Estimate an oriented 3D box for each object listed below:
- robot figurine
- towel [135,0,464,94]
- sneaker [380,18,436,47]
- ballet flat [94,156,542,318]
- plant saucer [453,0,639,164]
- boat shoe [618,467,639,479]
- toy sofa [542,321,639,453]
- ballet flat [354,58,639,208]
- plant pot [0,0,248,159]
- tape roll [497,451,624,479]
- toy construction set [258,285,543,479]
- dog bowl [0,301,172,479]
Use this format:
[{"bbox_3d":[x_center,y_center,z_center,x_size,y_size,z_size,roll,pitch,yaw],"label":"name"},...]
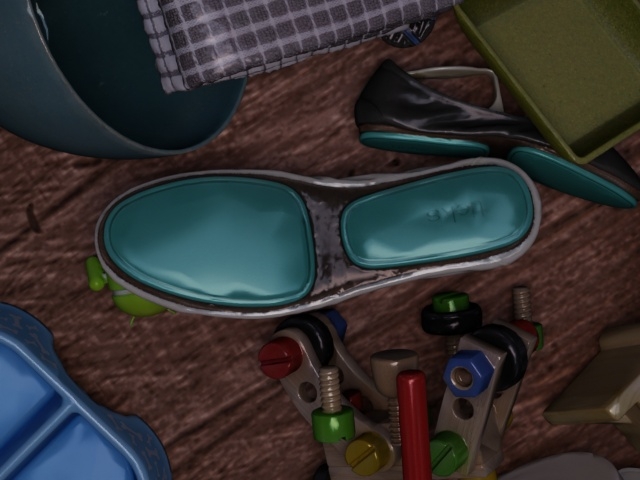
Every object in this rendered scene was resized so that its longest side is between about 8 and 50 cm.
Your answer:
[{"bbox_3d":[-0.168,0.019,1.576,0.101,0.067,0.115,-13,96,-8],"label":"robot figurine"},{"bbox_3d":[-0.025,-0.267,1.407,0.284,0.121,0.235,-21,95,-22],"label":"towel"},{"bbox_3d":[0.053,-0.279,1.551,0.080,0.081,0.211,-9,95,-2],"label":"sneaker"},{"bbox_3d":[0.000,0.000,1.548,0.400,0.139,0.139,-6,95,-2],"label":"ballet flat"},{"bbox_3d":[0.226,-0.167,1.540,0.188,0.045,0.188,-31,79,-34],"label":"plant saucer"},{"bbox_3d":[0.330,0.246,1.631,0.125,0.038,0.046,9,71,-14],"label":"boat shoe"},{"bbox_3d":[0.396,0.221,1.553,0.177,0.150,0.362,-43,95,-15],"label":"toy sofa"},{"bbox_3d":[0.173,-0.108,1.569,0.280,0.095,0.096,14,80,-4],"label":"ballet flat"},{"bbox_3d":[-0.224,-0.198,1.476,0.195,0.290,0.290,-12,97,35],"label":"plant pot"},{"bbox_3d":[0.202,0.330,1.522,0.246,0.246,0.169,-34,104,1],"label":"tape roll"},{"bbox_3d":[0.076,0.192,1.499,0.257,0.309,0.237,-3,100,6],"label":"toy construction set"},{"bbox_3d":[-0.270,0.189,1.584,0.166,0.074,0.297,-45,96,2],"label":"dog bowl"}]
